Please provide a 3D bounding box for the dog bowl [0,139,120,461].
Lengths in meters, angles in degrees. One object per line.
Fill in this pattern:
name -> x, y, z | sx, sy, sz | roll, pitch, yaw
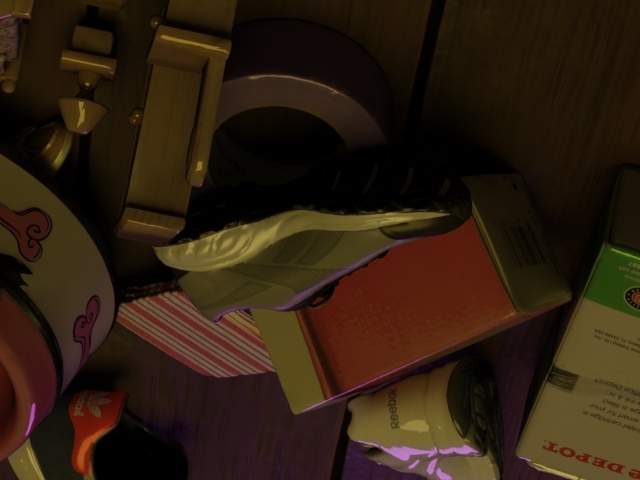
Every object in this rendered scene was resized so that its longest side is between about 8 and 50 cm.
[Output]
dog bowl -> -0.398, 0.059, 1.441 | 0.408, 0.150, 0.408 | 9, 139, 8

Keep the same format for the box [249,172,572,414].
box -> 0.076, 0.045, 1.393 | 0.232, 0.148, 0.127 | -27, 81, 27

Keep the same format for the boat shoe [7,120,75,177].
boat shoe -> -0.278, -0.066, 1.418 | 0.153, 0.056, 0.048 | -27, 130, 36

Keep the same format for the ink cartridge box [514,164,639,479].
ink cartridge box -> 0.318, 0.099, 1.448 | 0.211, 0.121, 0.289 | 18, 133, 2

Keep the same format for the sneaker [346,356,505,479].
sneaker -> 0.106, 0.178, 1.527 | 0.129, 0.111, 0.297 | -7, 158, 13

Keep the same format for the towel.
towel -> -0.110, 0.081, 1.510 | 0.144, 0.029, 0.197 | 36, 155, -25

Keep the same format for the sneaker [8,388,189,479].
sneaker -> -0.185, 0.288, 1.683 | 0.148, 0.131, 0.350 | -13, 130, 22

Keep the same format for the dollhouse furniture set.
dollhouse furniture set -> -0.261, -0.119, 1.177 | 0.355, 0.174, 0.303 | 11, 172, -10

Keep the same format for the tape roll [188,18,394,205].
tape roll -> -0.032, -0.088, 1.354 | 0.189, 0.080, 0.189 | 3, 134, 3

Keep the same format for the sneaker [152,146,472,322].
sneaker -> 0.000, 0.000, 1.303 | 0.271, 0.100, 0.108 | -13, 117, 25
